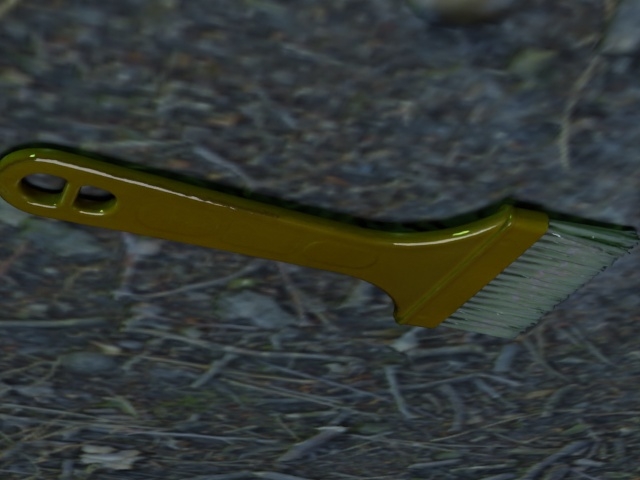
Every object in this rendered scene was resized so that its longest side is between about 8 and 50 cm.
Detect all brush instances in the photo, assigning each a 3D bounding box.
[{"bbox_3d":[0.000,0.000,0.413,0.272,0.013,0.103,12,145,-22],"label":"brush"}]
